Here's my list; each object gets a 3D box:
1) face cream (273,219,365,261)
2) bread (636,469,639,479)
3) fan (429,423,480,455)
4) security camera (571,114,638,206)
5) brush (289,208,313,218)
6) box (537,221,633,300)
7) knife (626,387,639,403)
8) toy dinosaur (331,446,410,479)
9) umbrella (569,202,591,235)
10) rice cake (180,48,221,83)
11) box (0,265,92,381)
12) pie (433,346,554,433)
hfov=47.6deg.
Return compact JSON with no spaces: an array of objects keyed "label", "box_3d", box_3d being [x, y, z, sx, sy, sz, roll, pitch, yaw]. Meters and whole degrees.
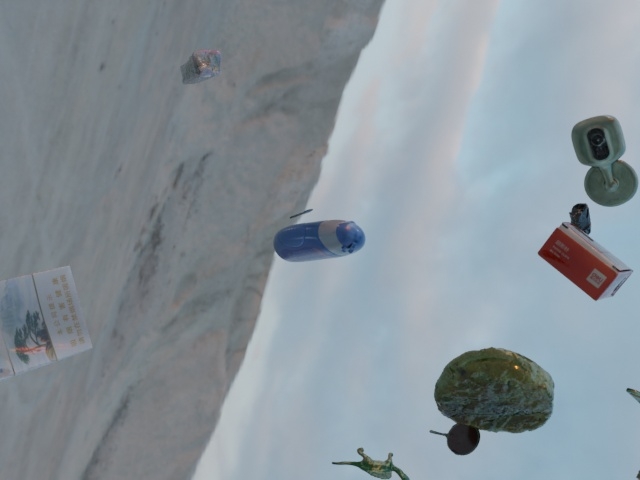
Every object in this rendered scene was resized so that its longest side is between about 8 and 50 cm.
[{"label":"face cream","box_3d":[0.000,0.000,1.757,0.264,0.149,0.083,-9,-114,48]},{"label":"bread","box_3d":[0.724,0.524,1.376,0.185,0.109,0.380,-32,-175,-10]},{"label":"fan","box_3d":[0.317,0.466,1.726,0.133,0.005,0.085,0,-125,38]},{"label":"security camera","box_3d":[0.867,-0.234,2.214,0.301,0.157,0.080,67,26,-17]},{"label":"brush","box_3d":[-0.059,-0.083,2.246,0.008,0.083,0.024,63,-25,11]},{"label":"box","box_3d":[0.620,0.046,1.696,0.182,0.133,0.099,45,-65,30]},{"label":"knife","box_3d":[0.797,0.406,1.715,0.043,0.293,0.020,4,-115,52]},{"label":"toy dinosaur","box_3d":[0.077,0.343,1.101,0.060,0.119,0.029,-132,-123,-70]},{"label":"umbrella","box_3d":[0.728,0.008,2.018,0.059,0.066,0.236,20,-43,46]},{"label":"rice cake","box_3d":[-0.305,-0.433,1.827,0.399,0.070,0.064,-151,-128,-72]},{"label":"box","box_3d":[-0.478,0.133,1.131,0.233,0.067,0.149,-16,87,-61]},{"label":"pie","box_3d":[0.390,0.342,1.613,0.277,0.277,0.078,118,-11,-47]}]
